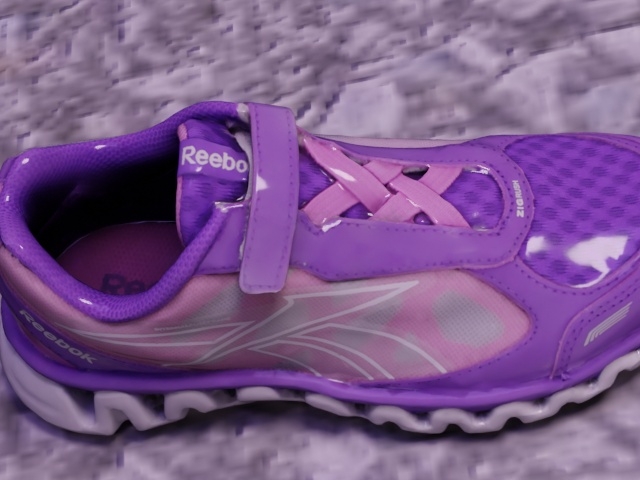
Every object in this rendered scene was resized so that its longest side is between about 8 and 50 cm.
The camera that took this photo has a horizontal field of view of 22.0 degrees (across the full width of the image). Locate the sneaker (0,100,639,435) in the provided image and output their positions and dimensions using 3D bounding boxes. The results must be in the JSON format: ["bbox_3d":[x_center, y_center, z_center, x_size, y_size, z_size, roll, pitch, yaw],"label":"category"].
[{"bbox_3d":[0.000,0.000,0.508,0.236,0.104,0.095,-6,55,9],"label":"sneaker"}]
